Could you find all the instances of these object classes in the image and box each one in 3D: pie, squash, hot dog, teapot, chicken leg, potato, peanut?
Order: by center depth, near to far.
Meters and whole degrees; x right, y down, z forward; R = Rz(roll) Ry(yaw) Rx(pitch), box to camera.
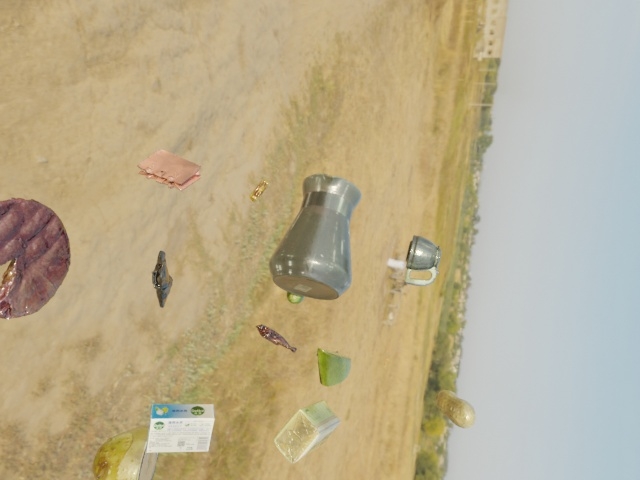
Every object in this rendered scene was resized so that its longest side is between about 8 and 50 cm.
[{"bbox_3d":[-0.539,0.029,0.805,0.204,0.054,0.219,-59,151,-51],"label":"pie"},{"bbox_3d":[0.000,0.000,1.424,0.300,0.253,0.344,86,18,-66],"label":"teapot"},{"bbox_3d":[0.324,0.062,1.436,0.111,0.108,0.149,81,24,-62],"label":"teapot"},{"bbox_3d":[-0.201,-0.170,1.517,0.090,0.030,0.034,-55,-173,-17],"label":"hot dog"},{"bbox_3d":[-0.087,0.174,1.601,0.229,0.066,0.066,-126,-137,-85],"label":"squash"},{"bbox_3d":[0.494,0.612,1.674,0.214,0.098,0.090,-160,-124,-71],"label":"peanut"},{"bbox_3d":[-0.731,0.825,1.716,0.300,0.196,0.247,118,-20,-79],"label":"potato"},{"bbox_3d":[0.067,0.452,1.787,0.169,0.093,0.252,-51,149,-39],"label":"squash"},{"bbox_3d":[-0.205,0.441,2.058,0.048,0.219,0.089,-52,-159,-3],"label":"chicken leg"}]

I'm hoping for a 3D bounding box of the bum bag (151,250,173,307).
[{"bbox_3d":[-0.606,0.153,1.744,0.248,0.059,0.123,100,-11,-49],"label":"bum bag"}]

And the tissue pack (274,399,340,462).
[{"bbox_3d":[-0.044,0.702,1.689,0.159,0.125,0.234,-51,156,7],"label":"tissue pack"}]

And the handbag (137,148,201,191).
[{"bbox_3d":[-0.599,-0.280,1.817,0.157,0.212,0.059,-53,160,-47],"label":"handbag"}]

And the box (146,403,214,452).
[{"bbox_3d":[-0.449,0.603,1.464,0.073,0.194,0.139,-124,-135,-63],"label":"box"}]
